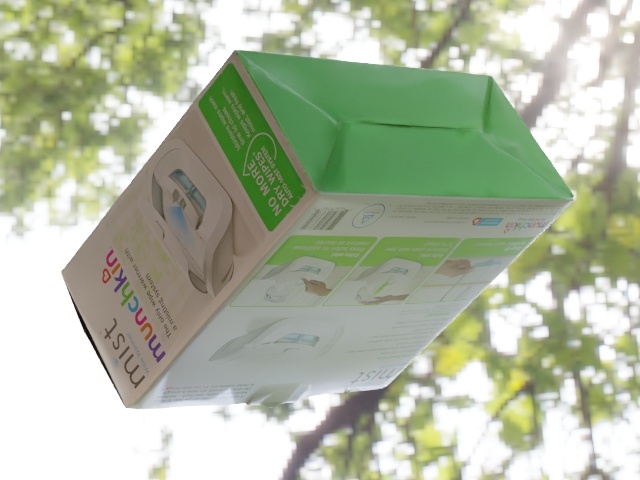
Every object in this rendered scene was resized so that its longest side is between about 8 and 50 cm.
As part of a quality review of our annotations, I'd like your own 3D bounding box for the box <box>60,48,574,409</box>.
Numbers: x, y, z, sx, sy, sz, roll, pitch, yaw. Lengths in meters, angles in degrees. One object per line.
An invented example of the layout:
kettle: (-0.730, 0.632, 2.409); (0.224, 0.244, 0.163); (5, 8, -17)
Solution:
box: (0.000, 0.000, 1.181); (0.231, 0.262, 0.126); (-48, -121, 34)
